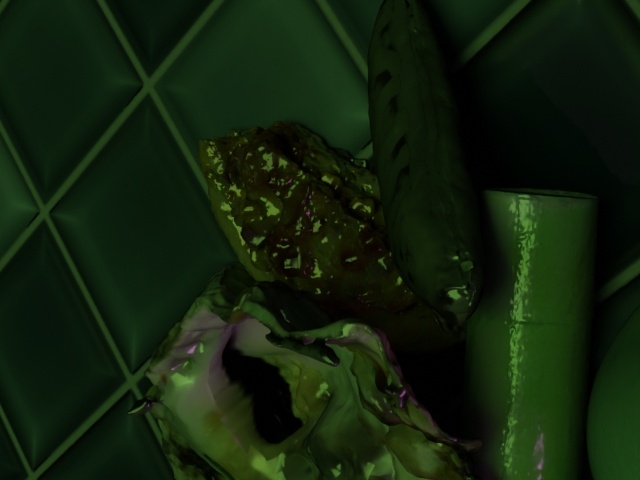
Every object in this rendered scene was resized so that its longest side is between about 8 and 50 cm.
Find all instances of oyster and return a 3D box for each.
[{"bbox_3d":[-0.012,0.108,0.766,0.201,0.107,0.354,52,146,-12],"label":"oyster"}]

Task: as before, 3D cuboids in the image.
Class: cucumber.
[{"bbox_3d":[-0.073,0.069,0.872,0.112,0.064,0.064,-49,65,34],"label":"cucumber"}]

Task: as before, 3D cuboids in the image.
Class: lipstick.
[{"bbox_3d":[0.116,0.122,0.711,0.076,0.076,0.304,8,99,39],"label":"lipstick"}]

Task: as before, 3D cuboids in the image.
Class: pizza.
[{"bbox_3d":[-0.001,0.000,0.803,0.246,0.058,0.127,47,121,23],"label":"pizza"}]

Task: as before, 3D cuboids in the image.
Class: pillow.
[{"bbox_3d":[0.058,-0.041,0.716,0.093,0.051,0.241,96,168,-52],"label":"pillow"}]

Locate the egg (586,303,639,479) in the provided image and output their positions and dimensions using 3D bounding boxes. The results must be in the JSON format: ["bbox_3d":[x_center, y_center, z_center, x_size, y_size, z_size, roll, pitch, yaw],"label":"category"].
[{"bbox_3d":[0.227,0.072,0.551,0.231,0.168,0.168,-34,74,34],"label":"egg"}]
